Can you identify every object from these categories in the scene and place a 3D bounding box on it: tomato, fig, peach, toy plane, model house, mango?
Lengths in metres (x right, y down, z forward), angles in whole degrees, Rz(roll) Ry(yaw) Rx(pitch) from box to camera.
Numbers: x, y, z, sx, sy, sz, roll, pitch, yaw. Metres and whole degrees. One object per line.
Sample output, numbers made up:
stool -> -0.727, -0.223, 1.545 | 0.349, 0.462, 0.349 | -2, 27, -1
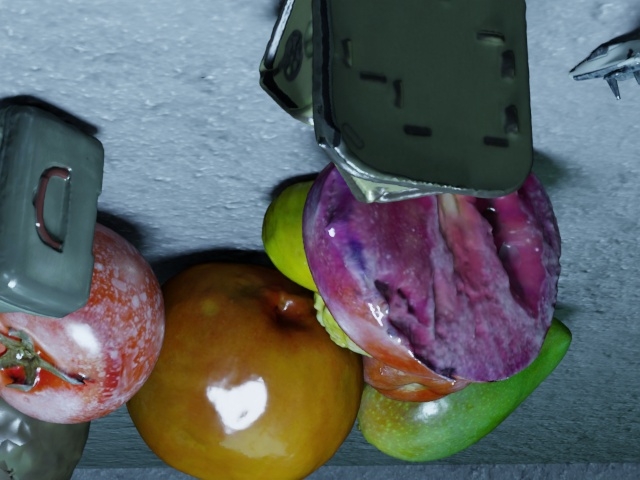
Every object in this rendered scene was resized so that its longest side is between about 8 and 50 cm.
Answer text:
tomato -> 0.144, 0.137, 1.889 | 0.208, 0.184, 0.208 | 5, 154, 3
tomato -> -0.322, 0.094, 1.608 | 0.270, 0.270, 0.227 | -16, -159, 32
fig -> -0.001, -0.011, 1.554 | 0.136, 0.121, 0.153 | -16, 133, 25
peach -> -0.101, 0.181, 1.784 | 0.343, 0.343, 0.302 | 6, 130, -26
toy plane -> 0.319, -0.173, 1.195 | 0.160, 0.082, 0.234 | -23, 172, -30
tomato -> 0.102, 0.026, 1.421 | 0.335, 0.290, 0.176 | 2, 165, -39
model house -> 0.032, -0.115, 1.129 | 0.205, 0.218, 0.278 | 7, 163, -25
mango -> 0.234, 0.224, 2.070 | 0.382, 0.201, 0.225 | -26, 179, -6

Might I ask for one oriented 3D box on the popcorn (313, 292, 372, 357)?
popcorn -> 0.082, 0.065, 1.678 | 0.187, 0.185, 0.167 | -15, -156, -24

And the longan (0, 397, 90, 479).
longan -> -0.524, 0.264, 1.851 | 0.391, 0.391, 0.391 | -3, 161, -1

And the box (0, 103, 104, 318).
box -> -0.316, -0.027, 1.321 | 0.129, 0.210, 0.148 | -5, 162, 30
